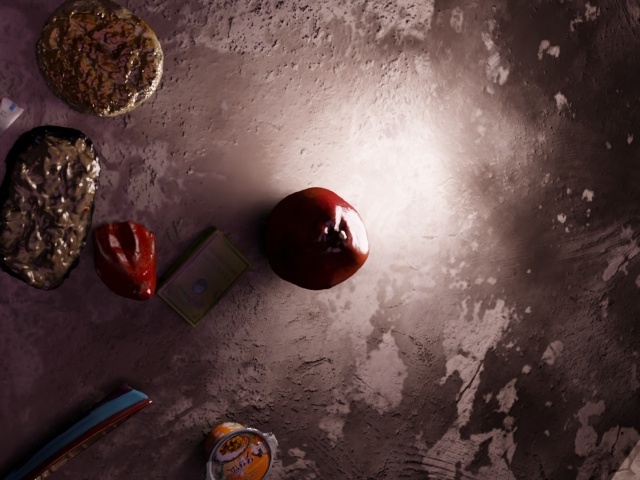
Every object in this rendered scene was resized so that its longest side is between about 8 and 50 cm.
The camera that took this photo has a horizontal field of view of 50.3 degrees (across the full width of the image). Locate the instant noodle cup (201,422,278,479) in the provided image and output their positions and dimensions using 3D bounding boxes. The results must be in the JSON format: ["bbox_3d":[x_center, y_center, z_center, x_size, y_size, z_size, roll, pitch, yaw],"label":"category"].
[{"bbox_3d":[-0.227,0.554,1.778,0.208,0.125,0.178,-11,102,-25],"label":"instant noodle cup"}]

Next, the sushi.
[{"bbox_3d":[-0.593,-0.077,1.467,0.210,0.171,0.350,16,91,-30],"label":"sushi"}]

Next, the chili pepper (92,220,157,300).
[{"bbox_3d":[-0.437,0.053,1.530,0.136,0.253,0.144,-41,123,4],"label":"chili pepper"}]

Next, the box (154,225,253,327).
[{"bbox_3d":[-0.295,0.090,1.707,0.220,0.064,0.141,-46,116,-12],"label":"box"}]

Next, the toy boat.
[{"bbox_3d":[-0.580,0.475,1.600,0.392,0.136,0.079,-38,81,-17],"label":"toy boat"}]

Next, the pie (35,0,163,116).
[{"bbox_3d":[-0.492,-0.413,1.532,0.274,0.055,0.274,-3,98,-21],"label":"pie"}]

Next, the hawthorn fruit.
[{"bbox_3d":[0.000,0.000,1.707,0.265,0.307,0.265,-1,91,-24],"label":"hawthorn fruit"}]

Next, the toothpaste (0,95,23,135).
[{"bbox_3d":[-0.715,-0.220,1.463,0.048,0.031,0.190,37,78,-26],"label":"toothpaste"}]
